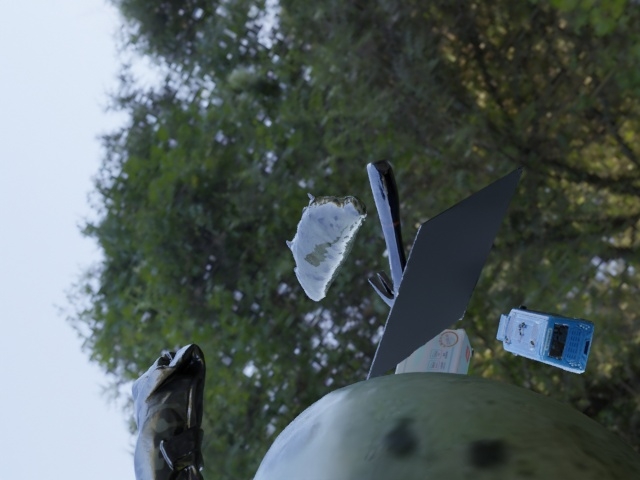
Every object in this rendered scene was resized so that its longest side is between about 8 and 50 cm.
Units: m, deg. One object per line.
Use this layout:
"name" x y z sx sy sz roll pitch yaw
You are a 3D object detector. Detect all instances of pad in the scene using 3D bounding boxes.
"pad" 0.192 0.060 1.677 0.247 0.367 0.007 -28 -123 -35

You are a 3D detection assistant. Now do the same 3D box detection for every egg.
"egg" 0.111 0.277 0.833 0.345 0.345 0.428 6 -157 -45

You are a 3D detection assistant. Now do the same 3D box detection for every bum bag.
"bum bag" -0.222 0.314 1.547 0.095 0.144 0.340 28 -137 -41

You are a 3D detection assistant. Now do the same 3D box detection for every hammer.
"hammer" 0.119 -0.004 1.778 0.037 0.290 0.137 -29 -151 -31

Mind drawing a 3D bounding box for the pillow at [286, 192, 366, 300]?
"pillow" 0.000 -0.001 1.511 0.093 0.241 0.051 37 -127 9

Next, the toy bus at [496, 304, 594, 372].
"toy bus" 0.485 0.209 2.282 0.134 0.113 0.246 13 179 -12

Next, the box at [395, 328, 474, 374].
"box" 0.220 0.301 2.146 0.135 0.079 0.269 -1 -132 22
